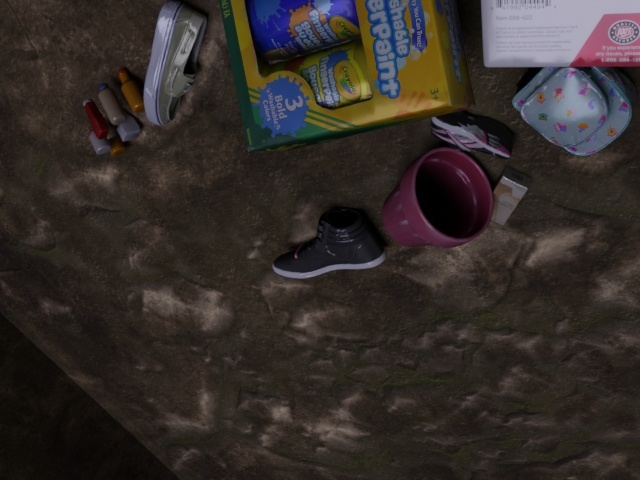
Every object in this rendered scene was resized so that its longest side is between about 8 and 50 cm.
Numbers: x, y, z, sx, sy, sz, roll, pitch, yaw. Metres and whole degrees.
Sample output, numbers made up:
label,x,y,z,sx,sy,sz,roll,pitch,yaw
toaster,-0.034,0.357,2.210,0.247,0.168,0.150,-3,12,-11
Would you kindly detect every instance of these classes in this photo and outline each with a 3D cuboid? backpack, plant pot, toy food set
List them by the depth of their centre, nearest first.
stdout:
label,x,y,z,sx,sy,sz,roll,pitch,yaw
backpack,0.457,-0.245,1.431,0.188,0.144,0.166,35,130,-9
plant pot,0.227,-0.072,1.682,0.201,0.201,0.180,41,151,-11
toy food set,-0.497,-0.296,1.918,0.105,0.111,0.232,62,147,12

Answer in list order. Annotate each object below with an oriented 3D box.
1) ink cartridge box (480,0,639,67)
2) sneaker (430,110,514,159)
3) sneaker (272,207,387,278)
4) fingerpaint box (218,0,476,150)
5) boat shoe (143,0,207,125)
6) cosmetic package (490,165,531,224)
label,x,y,z,sx,sy,sz,roll,pitch,yaw
ink cartridge box,0.387,-0.467,1.199,0.279,0.160,0.385,6,123,23
sneaker,0.300,-0.207,1.610,0.178,0.072,0.077,31,148,11
sneaker,0.000,0.000,1.920,0.295,0.105,0.147,-9,122,26
fingerpaint box,0.025,-0.400,1.341,0.370,0.163,0.445,-9,94,27
boat shoe,-0.315,-0.368,1.750,0.094,0.109,0.302,23,133,5
cosmetic package,0.383,-0.092,1.675,0.060,0.041,0.115,26,136,4
